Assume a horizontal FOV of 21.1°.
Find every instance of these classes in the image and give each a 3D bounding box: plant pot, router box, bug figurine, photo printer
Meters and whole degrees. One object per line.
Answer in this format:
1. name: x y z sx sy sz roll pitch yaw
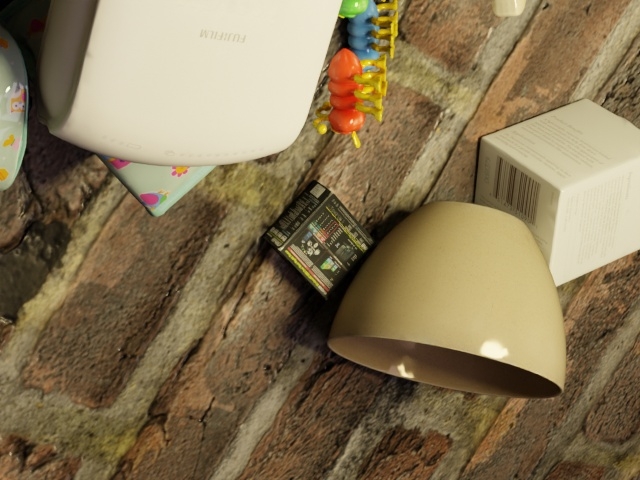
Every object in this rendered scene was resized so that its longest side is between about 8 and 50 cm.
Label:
1. plant pot: 0.166 0.063 2.042 0.284 0.284 0.191 28 71 -48
2. router box: 0.000 0.000 1.990 0.092 0.038 0.122 -48 138 -6
3. bug figurine: 0.038 -0.230 1.767 0.072 0.279 0.216 2 114 6
4. photo printer: -0.105 -0.209 1.474 0.256 0.107 0.307 3 115 -34

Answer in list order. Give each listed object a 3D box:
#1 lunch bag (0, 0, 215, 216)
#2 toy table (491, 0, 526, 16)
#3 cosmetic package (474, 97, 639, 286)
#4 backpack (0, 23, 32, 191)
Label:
1. lunch bag: -0.141 -0.195 1.639 0.262 0.160 0.223 -42 137 -3
2. toy table: 0.196 -0.365 1.709 0.161 0.274 0.252 -45 120 -59
3. cosmetic package: 0.309 -0.061 2.139 0.183 0.151 0.151 -20 131 -29
4. backpack: -0.333 -0.126 1.491 0.144 0.188 0.166 -7 123 -39
